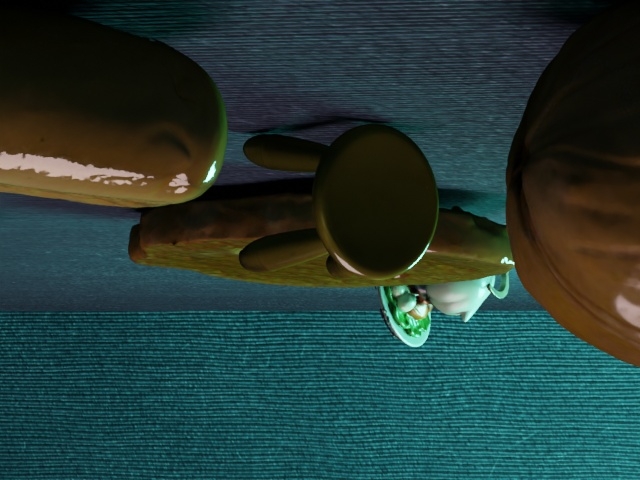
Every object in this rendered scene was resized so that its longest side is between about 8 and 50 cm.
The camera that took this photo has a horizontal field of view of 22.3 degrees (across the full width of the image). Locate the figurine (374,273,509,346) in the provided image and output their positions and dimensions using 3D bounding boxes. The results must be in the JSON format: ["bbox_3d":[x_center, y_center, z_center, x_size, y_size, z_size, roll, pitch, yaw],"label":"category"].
[{"bbox_3d":[0.160,0.055,2.011,0.154,0.132,0.132,-17,166,28],"label":"figurine"}]

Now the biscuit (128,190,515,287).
[{"bbox_3d":[0.000,-0.002,1.637,0.365,0.062,0.385,8,171,-39],"label":"biscuit"}]

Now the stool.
[{"bbox_3d":[0.011,-0.025,1.186,0.110,0.134,0.135,0,131,54],"label":"stool"}]

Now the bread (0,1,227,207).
[{"bbox_3d":[-0.156,-0.069,0.820,0.217,0.098,0.147,6,173,-29],"label":"bread"}]

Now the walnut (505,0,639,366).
[{"bbox_3d":[0.202,-0.029,0.795,0.222,0.195,0.195,-6,175,-8],"label":"walnut"}]
